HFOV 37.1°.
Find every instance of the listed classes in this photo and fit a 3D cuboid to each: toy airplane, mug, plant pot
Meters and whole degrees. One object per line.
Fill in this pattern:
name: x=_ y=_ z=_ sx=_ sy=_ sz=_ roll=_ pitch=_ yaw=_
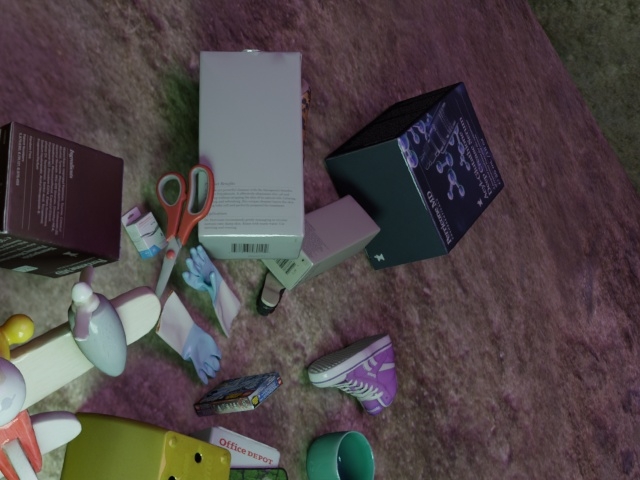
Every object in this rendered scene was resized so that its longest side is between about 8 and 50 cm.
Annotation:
toy airplane: x=-0.431 y=0.188 z=1.209 sx=0.384 sy=0.272 sz=0.386 roll=23 pitch=88 yaw=-30
mug: x=0.035 y=0.460 z=1.898 sx=0.129 sy=0.097 sz=0.157 roll=-7 pitch=85 yaw=-54
plant pot: x=-0.259 y=0.383 z=1.466 sx=0.212 sy=0.187 sz=0.212 roll=31 pitch=55 yaw=-43

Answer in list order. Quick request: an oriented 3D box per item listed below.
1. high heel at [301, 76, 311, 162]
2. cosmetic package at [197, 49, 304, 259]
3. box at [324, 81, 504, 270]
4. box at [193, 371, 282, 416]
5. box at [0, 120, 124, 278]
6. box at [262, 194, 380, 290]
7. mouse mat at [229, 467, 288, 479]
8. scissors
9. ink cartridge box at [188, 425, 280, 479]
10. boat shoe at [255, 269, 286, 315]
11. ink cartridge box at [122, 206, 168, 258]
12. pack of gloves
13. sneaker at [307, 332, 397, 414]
high heel: x=-0.063 y=-0.228 z=2.042 sx=0.261 sy=0.093 sz=0.186 roll=-73 pitch=157 yaw=-52
cosmetic package: x=-0.130 y=-0.159 z=1.774 sx=0.155 sy=0.197 sz=0.365 roll=106 pitch=-16 yaw=-71
box: x=0.235 y=-0.160 z=2.271 sx=0.395 sy=0.212 sz=0.293 roll=-43 pitch=114 yaw=-49
box: x=-0.146 y=0.273 z=1.690 sx=0.094 sy=0.137 sz=0.027 roll=-34 pitch=105 yaw=-51
box: x=-0.423 y=-0.053 z=1.411 sx=0.203 sy=0.168 sz=0.167 roll=18 pitch=64 yaw=-48
box: x=0.000 y=0.000 z=1.980 sx=0.113 sy=0.094 sz=0.275 roll=49 pitch=35 yaw=12
mouse mat: x=-0.124 y=0.457 z=1.596 sx=0.190 sy=0.007 sz=0.152 roll=10 pitch=67 yaw=-38
scissors: x=-0.242 y=0.009 z=1.635 sx=0.021 sy=0.109 sz=0.297 roll=56 pitch=35 yaw=-68
ink cartridge box: x=-0.166 y=0.442 z=1.631 sx=0.153 sy=0.087 sz=0.208 roll=30 pitch=56 yaw=-29
boat shoe: x=-0.096 y=0.099 z=1.898 sx=0.049 sy=0.042 sz=0.133 roll=29 pitch=35 yaw=-4
ink cartridge box: x=-0.307 y=-0.016 z=1.667 sx=0.048 sy=0.028 sz=0.083 roll=-46 pitch=115 yaw=-48
pack of gloves: x=-0.195 y=0.134 z=1.689 sx=0.232 sy=0.046 sz=0.195 roll=62 pitch=35 yaw=-51
sneaker: x=0.085 y=0.302 z=2.016 sx=0.282 sy=0.102 sz=0.161 roll=-13 pitch=92 yaw=-53
